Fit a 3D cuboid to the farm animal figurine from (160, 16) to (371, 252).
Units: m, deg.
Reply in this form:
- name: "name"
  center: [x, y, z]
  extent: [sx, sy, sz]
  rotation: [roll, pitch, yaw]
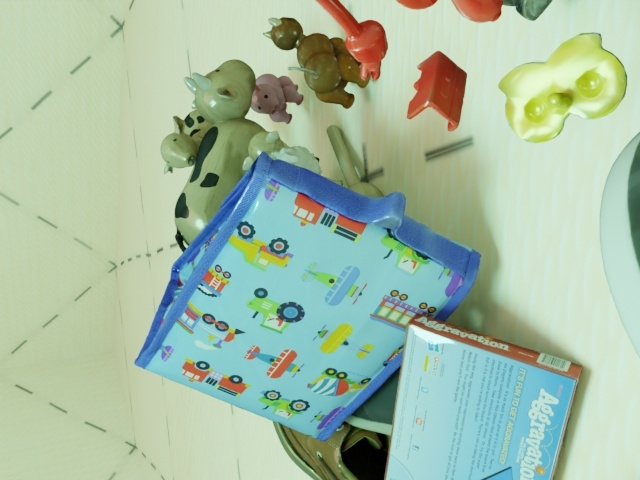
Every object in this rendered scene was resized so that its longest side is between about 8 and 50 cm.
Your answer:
- name: "farm animal figurine"
  center: [-0.106, -0.117, 0.853]
  extent: [0.330, 0.172, 0.327]
  rotation: [-30, 46, 51]

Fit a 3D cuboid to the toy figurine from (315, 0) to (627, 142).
- name: "toy figurine"
  center: [0.139, -0.230, 0.276]
  extent: [0.362, 0.191, 0.217]
  rotation: [-36, 31, 49]

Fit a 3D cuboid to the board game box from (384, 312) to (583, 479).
- name: "board game box"
  center: [0.130, 0.213, 0.631]
  extent: [0.145, 0.027, 0.281]
  rotation: [17, 115, 26]

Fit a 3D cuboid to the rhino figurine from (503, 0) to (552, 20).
- name: "rhino figurine"
  center: [0.187, -0.218, 0.440]
  extent: [0.243, 0.073, 0.106]
  rotation: [-27, 78, 61]

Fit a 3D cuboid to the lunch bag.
- name: "lunch bag"
  center: [-0.012, 0.049, 0.663]
  extent: [0.293, 0.221, 0.138]
  rotation: [-47, 24, 45]

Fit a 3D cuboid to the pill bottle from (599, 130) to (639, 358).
- name: "pill bottle"
  center: [0.258, -0.043, 0.192]
  extent: [0.334, 0.187, 0.188]
  rotation: [130, 129, -57]

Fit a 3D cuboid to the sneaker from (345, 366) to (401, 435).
- name: "sneaker"
  center: [0.089, 0.142, 0.749]
  extent: [0.222, 0.083, 0.118]
  rotation: [1, 92, 55]

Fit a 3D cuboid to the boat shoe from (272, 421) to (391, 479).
- name: "boat shoe"
  center: [0.042, 0.254, 0.846]
  extent: [0.307, 0.110, 0.104]
  rotation: [48, 135, 38]

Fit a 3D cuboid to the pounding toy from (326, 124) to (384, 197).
- name: "pounding toy"
  center: [0.000, 0.000, 0.901]
  extent: [0.237, 0.110, 0.183]
  rotation: [-48, 34, 21]
